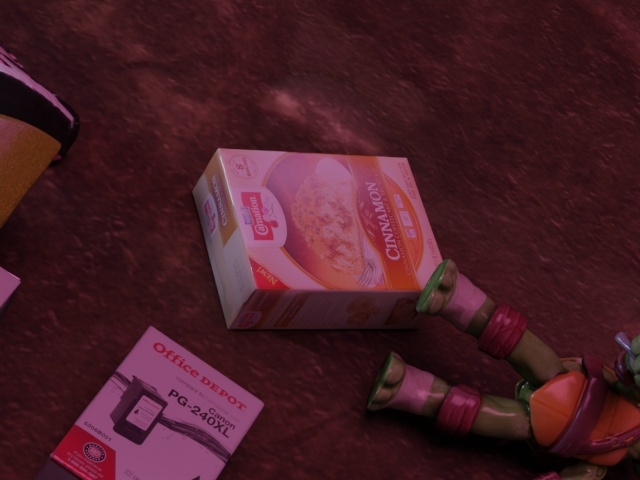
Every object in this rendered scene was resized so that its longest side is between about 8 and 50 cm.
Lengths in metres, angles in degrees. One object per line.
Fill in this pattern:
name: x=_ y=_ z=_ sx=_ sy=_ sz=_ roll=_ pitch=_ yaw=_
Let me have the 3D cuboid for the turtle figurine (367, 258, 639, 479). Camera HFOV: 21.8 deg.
turtle figurine: x=0.181 y=0.144 z=1.309 sx=0.266 sy=0.198 sz=0.275 roll=28 pitch=42 yaw=-2

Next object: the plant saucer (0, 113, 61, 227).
plant saucer: x=-0.313 y=-0.043 z=1.212 sx=0.188 sy=0.045 sz=0.188 roll=5 pitch=39 yaw=19

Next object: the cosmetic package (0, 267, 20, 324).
cosmetic package: x=-0.301 y=0.111 z=1.133 sx=0.060 sy=0.099 sz=0.239 roll=35 pitch=45 yaw=0

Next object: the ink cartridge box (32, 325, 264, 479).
ink cartridge box: x=-0.126 y=0.151 z=1.222 sx=0.109 sy=0.063 sz=0.150 roll=34 pitch=46 yaw=0

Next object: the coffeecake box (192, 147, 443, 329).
coffeecake box: x=0.000 y=0.000 z=1.410 sx=0.185 sy=0.068 sz=0.142 roll=1 pitch=55 yaw=-28

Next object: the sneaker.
sneaker: x=-0.272 y=-0.140 z=1.373 sx=0.178 sy=0.072 sz=0.077 roll=34 pitch=35 yaw=-8
